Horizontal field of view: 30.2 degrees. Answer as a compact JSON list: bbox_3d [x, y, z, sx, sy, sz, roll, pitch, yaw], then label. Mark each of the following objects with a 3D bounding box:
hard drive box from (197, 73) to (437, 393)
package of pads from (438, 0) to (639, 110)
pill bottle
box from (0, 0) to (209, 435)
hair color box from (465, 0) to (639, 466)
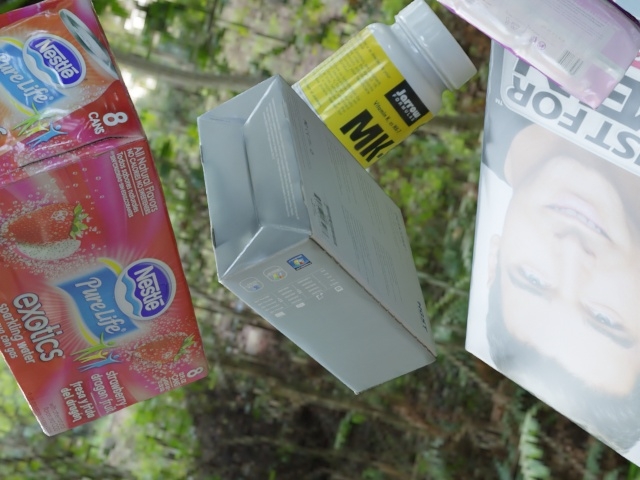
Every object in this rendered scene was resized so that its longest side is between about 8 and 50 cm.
[{"bbox_3d":[0.000,0.000,1.031,0.232,0.089,0.181,44,-153,-46],"label":"hard drive box"},{"bbox_3d":[0.063,-0.079,0.382,0.032,0.083,0.050,-55,1,19],"label":"package of pads"},{"bbox_3d":[0.051,-0.151,1.240,0.208,0.119,0.119,-37,10,10],"label":"pill bottle"},{"bbox_3d":[-0.157,-0.006,0.730,0.257,0.122,0.128,84,163,-54],"label":"box"},{"bbox_3d":[0.211,-0.039,0.792,0.113,0.185,0.375,-31,-42,-31],"label":"hair color box"}]
